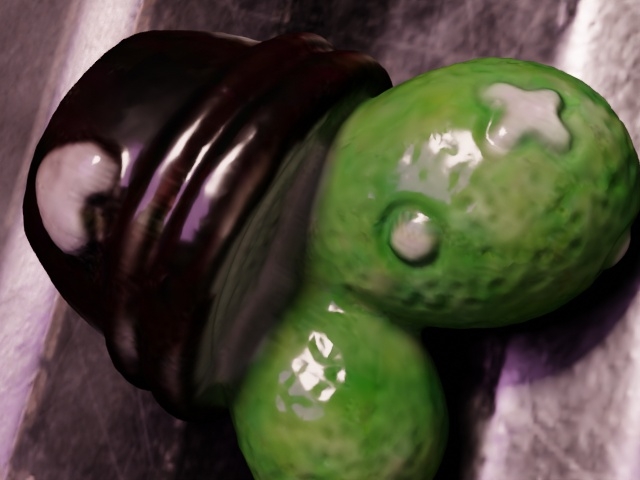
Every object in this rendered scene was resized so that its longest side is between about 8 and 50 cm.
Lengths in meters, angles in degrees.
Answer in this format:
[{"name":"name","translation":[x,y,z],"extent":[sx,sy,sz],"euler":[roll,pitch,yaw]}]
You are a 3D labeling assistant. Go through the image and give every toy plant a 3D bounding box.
[{"name":"toy plant","translation":[0.000,0.000,0.549],"extent":[0.235,0.175,0.218],"euler":[28,99,17]}]
